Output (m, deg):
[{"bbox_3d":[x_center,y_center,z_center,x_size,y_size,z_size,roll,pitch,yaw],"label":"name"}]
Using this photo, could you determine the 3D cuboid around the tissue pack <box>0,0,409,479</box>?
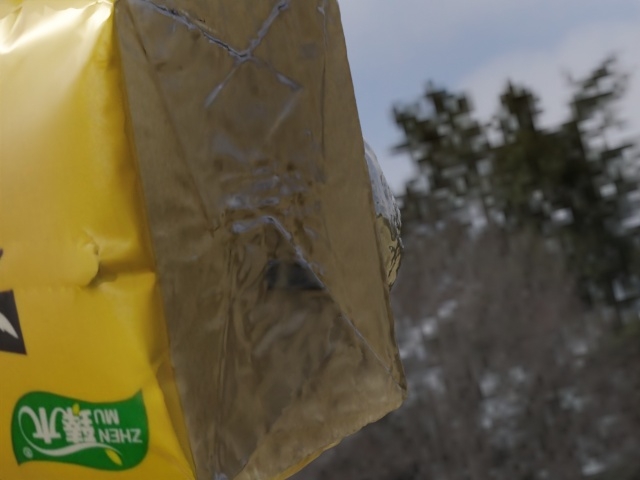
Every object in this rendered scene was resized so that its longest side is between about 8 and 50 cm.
[{"bbox_3d":[-0.176,-0.003,1.162,0.382,0.293,0.228,-3,11,34],"label":"tissue pack"}]

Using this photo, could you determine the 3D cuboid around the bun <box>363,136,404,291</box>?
[{"bbox_3d":[0.000,0.000,1.350,0.113,0.167,0.173,-4,-19,-15],"label":"bun"}]
